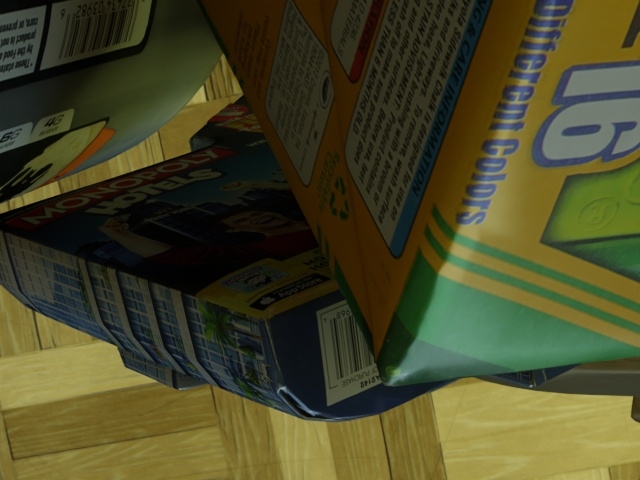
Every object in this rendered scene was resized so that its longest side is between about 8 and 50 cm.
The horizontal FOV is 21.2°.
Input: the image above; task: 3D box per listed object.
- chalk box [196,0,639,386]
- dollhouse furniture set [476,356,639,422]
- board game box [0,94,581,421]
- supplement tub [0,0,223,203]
[{"bbox_3d":[0.135,-0.094,0.465,0.289,0.180,0.179,-5,-136,-22],"label":"chalk box"},{"bbox_3d":[0.096,-0.116,0.786,0.394,0.362,0.256,18,166,-42],"label":"dollhouse furniture set"},{"bbox_3d":[0.000,0.000,0.564,0.194,0.060,0.194,-21,-158,-36],"label":"board game box"},{"bbox_3d":[-0.163,-0.086,0.495,0.193,0.194,0.316,-6,-170,24],"label":"supplement tub"}]
